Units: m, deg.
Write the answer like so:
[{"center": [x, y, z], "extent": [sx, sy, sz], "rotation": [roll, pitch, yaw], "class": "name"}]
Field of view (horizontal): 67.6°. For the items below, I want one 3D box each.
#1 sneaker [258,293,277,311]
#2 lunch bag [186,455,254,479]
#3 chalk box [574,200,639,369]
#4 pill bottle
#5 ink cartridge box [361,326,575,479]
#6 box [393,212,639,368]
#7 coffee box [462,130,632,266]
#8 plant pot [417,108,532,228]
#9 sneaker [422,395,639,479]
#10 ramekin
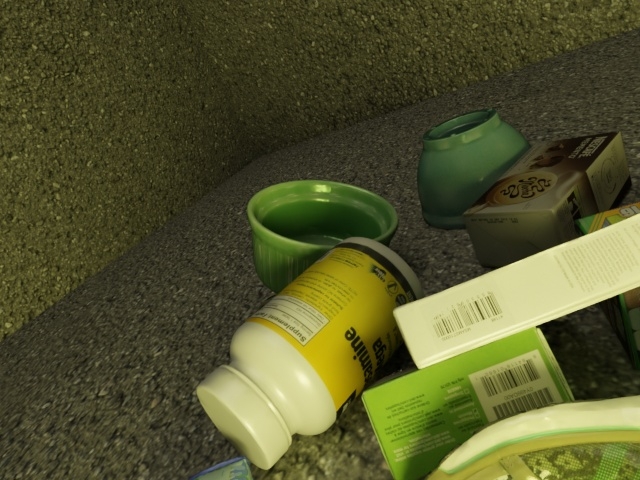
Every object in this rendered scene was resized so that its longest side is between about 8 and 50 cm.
[{"center": [-0.068, 0.148, 0.973], "extent": [0.170, 0.063, 0.075], "rotation": [-6, 21, 31], "class": "sneaker"}, {"center": [-0.139, 0.340, 0.536], "extent": [0.151, 0.096, 0.129], "rotation": [-17, 20, -6], "class": "lunch bag"}, {"center": [0.407, 0.053, 0.558], "extent": [0.132, 0.132, 0.213], "rotation": [-18, 22, 19], "class": "chalk box"}, {"center": [-0.007, 0.155, 0.707], "extent": [0.334, 0.188, 0.188], "rotation": [-39, 24, -32], "class": "pill bottle"}, {"center": [0.168, 0.183, 0.578], "extent": [0.188, 0.097, 0.255], "rotation": [-23, -16, 7], "class": "ink cartridge box"}, {"center": [0.200, 0.071, 0.523], "extent": [0.232, 0.058, 0.322], "rotation": [-22, -15, 5], "class": "box"}, {"center": [0.421, -0.076, 0.876], "extent": [0.297, 0.119, 0.168], "rotation": [-38, 22, -30], "class": "coffee box"}, {"center": [0.350, -0.183, 1.116], "extent": [0.293, 0.196, 0.293], "rotation": [-22, 21, 9], "class": "plant pot"}, {"center": [0.250, 0.216, 0.344], "extent": [0.410, 0.158, 0.182], "rotation": [-27, 41, 23], "class": "sneaker"}, {"center": [0.000, 0.000, 0.992], "extent": [0.303, 0.148, 0.303], "rotation": [4, 30, -2], "class": "ramekin"}]
